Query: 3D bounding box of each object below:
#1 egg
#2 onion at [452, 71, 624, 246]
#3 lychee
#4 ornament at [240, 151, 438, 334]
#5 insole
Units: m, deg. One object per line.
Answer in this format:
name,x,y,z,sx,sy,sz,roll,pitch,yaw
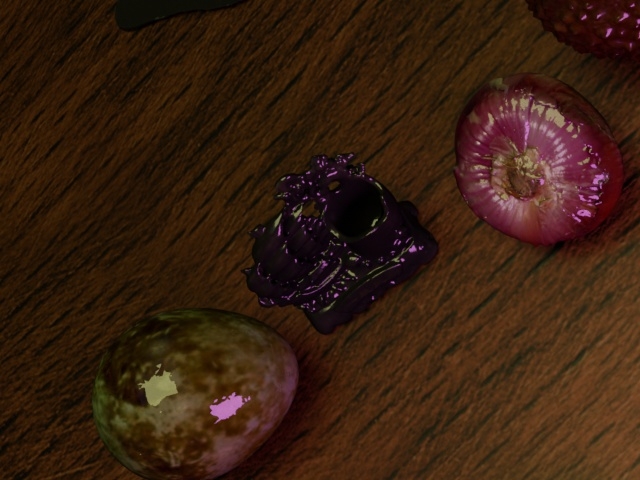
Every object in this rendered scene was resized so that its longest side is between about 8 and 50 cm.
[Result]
egg,-0.170,0.205,1.871,0.289,0.238,0.238,-26,65,12
onion,0.283,-0.112,1.738,0.230,0.163,0.230,19,128,26
lychee,0.375,-0.353,1.661,0.304,0.276,0.275,13,84,49
ornament,0.000,0.000,1.812,0.251,0.260,0.106,-40,55,18
insole,-0.204,-0.398,2.181,0.309,0.012,0.110,-15,70,28
